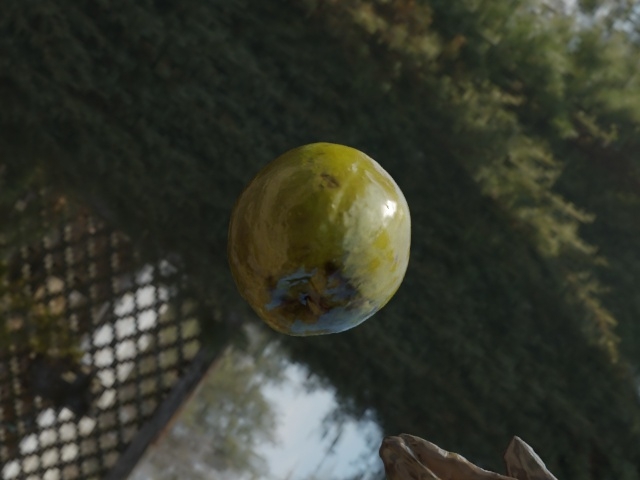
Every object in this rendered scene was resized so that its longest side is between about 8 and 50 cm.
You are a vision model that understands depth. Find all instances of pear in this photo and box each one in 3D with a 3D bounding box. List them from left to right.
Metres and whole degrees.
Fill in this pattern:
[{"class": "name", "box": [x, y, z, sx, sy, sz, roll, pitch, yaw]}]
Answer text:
[{"class": "pear", "box": [0.000, 0.000, 1.059, 0.149, 0.149, 0.162, -49, -171, 41]}]

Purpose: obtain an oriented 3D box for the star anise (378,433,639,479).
[{"class": "star anise", "box": [0.164, 0.247, 0.736, 0.109, 0.349, 0.292, -38, -127, 45]}]
